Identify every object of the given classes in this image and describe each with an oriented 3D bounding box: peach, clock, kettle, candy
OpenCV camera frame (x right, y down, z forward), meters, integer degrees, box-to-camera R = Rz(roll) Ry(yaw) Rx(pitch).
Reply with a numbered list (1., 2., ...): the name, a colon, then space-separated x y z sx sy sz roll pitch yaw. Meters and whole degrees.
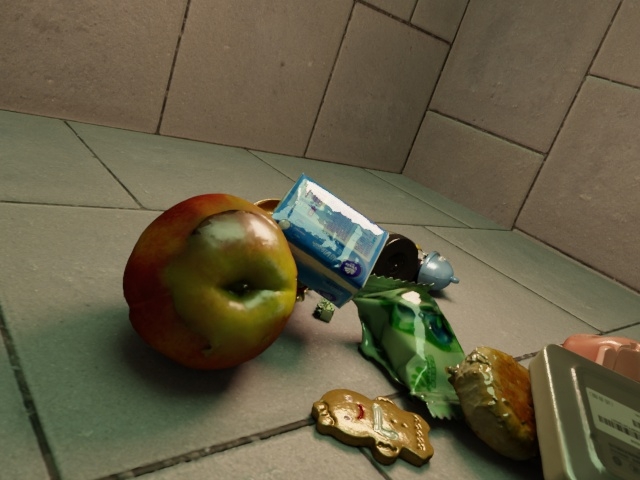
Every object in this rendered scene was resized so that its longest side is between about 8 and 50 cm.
1. peach: -0.223 0.084 1.047 0.370 0.370 0.370 17 19 -6
2. clock: 0.856 0.348 1.589 0.227 0.142 0.241 12 1 -14
3. kettle: 0.177 0.044 1.744 0.251 0.207 0.271 -5 22 -37
4. candy: 0.252 0.262 1.269 0.263 0.172 0.398 2 38 -32

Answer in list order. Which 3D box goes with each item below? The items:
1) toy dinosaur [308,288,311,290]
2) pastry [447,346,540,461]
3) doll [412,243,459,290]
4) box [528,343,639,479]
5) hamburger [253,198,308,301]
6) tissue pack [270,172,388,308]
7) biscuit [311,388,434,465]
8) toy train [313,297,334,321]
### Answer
1. toy dinosaur: -0.040 0.097 1.532 0.132 0.096 0.059 29 22 35
2. pastry: 0.392 0.355 1.134 0.236 0.121 0.257 -13 65 -53
3. doll: 0.351 0.087 1.877 0.314 0.141 0.177 25 15 26
4. box: 0.595 0.401 1.003 0.367 0.090 0.373 24 34 -2
5. hamburger: -0.122 0.042 1.393 0.274 0.212 0.274 15 50 -19
6. tissue pack: 0.000 0.000 1.247 0.263 0.146 0.198 35 50 -5
7. biscuit: 0.103 0.359 1.032 0.249 0.035 0.184 19 18 1
8. toy train: 0.014 0.187 1.429 0.053 0.033 0.083 26 19 5
